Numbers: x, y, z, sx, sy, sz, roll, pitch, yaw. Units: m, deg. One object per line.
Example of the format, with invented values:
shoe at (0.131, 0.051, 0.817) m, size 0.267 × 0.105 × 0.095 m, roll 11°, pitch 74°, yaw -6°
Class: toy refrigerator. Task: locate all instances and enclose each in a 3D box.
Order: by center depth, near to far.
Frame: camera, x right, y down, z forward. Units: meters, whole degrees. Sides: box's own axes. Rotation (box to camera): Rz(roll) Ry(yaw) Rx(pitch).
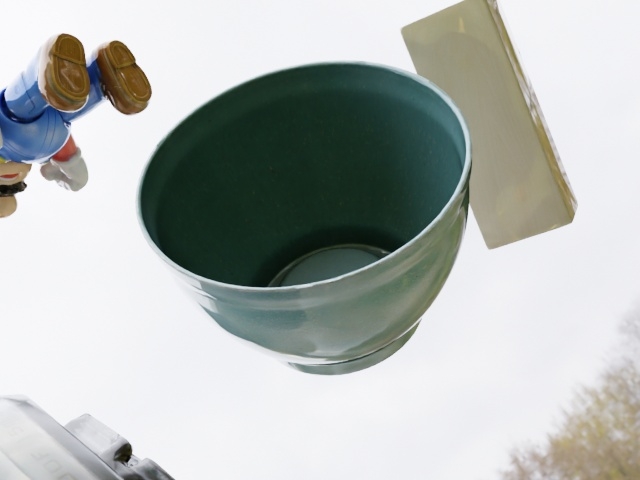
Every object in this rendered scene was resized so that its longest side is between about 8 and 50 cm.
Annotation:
toy refrigerator at (0.194, -0.137, 1.118) m, size 0.102 × 0.269 × 0.094 m, roll -20°, pitch 8°, yaw 24°

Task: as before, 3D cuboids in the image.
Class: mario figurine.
mario figurine at (-0.324, -0.095, 1.097) m, size 0.321 × 0.170 × 0.198 m, roll -25°, pitch -47°, yaw 39°

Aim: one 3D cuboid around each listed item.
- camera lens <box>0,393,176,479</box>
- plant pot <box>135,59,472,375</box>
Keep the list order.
camera lens at (-0.138, 0.217, 0.393) m, size 0.274 × 0.219 × 0.219 m, roll -48°, pitch -29°, yaw -18°
plant pot at (0.000, 0.000, 0.911) m, size 0.293 × 0.293 × 0.196 m, roll -29°, pitch -44°, yaw -14°
